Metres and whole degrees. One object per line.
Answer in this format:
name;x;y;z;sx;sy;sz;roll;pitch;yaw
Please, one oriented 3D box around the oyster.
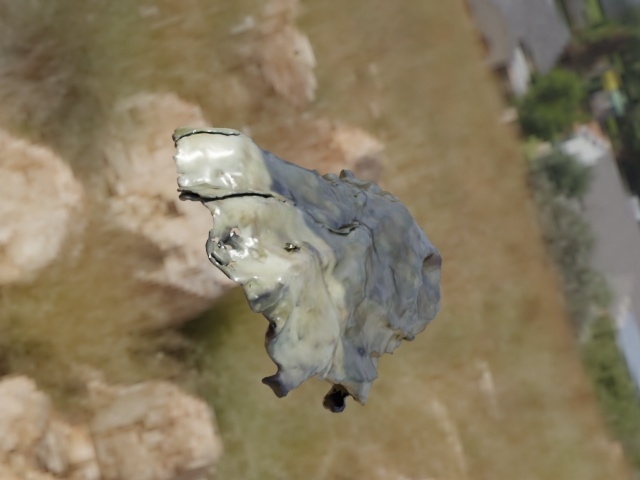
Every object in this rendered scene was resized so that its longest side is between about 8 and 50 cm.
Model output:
oyster;0.002;0.006;0.727;0.133;0.072;0.209;61;7;26
